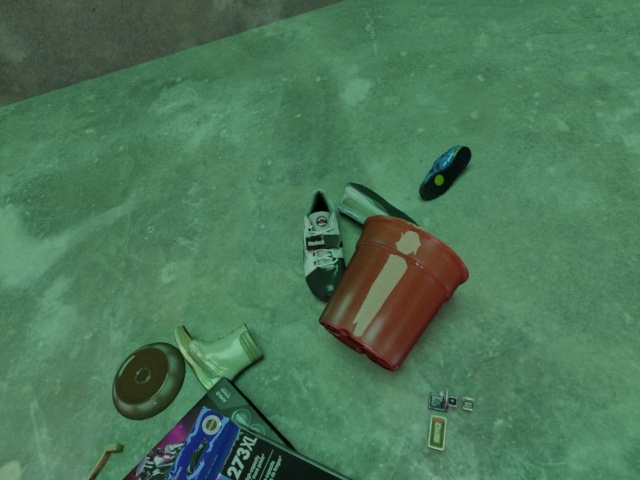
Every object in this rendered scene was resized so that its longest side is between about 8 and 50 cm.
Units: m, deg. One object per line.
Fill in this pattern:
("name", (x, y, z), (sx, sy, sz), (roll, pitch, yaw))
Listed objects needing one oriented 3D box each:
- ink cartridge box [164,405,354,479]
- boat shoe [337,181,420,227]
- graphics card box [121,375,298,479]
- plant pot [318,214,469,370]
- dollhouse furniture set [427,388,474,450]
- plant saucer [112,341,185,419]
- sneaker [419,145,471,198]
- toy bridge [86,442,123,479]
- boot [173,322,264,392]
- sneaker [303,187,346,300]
("ink cartridge box", (-0.099, 0.473, 0.756), (0.371, 0.069, 0.175), (25, 70, 4))
("boat shoe", (0.170, -0.045, 1.140), (0.118, 0.103, 0.320), (-3, 39, -49))
("graphics card box", (-0.253, 0.503, 0.843), (0.233, 0.094, 0.371), (35, 68, 30))
("plant pot", (0.149, 0.129, 0.929), (0.272, 0.272, 0.265), (26, 72, 28))
("dollhouse furniture set", (0.262, 0.362, 0.828), (0.091, 0.081, 0.114), (6, 57, 18))
("plant saucer", (-0.444, 0.347, 1.038), (0.199, 0.036, 0.198), (-7, 53, 9))
("sneaker", (0.362, -0.205, 1.234), (0.209, 0.069, 0.082), (-46, 24, -9))
("toy bridge", (-0.494, 0.556, 0.904), (0.063, 0.026, 0.188), (-9, 53, 10))
("boot", (-0.259, 0.260, 1.031), (0.165, 0.077, 0.213), (-39, 61, -14))
("sneaker", (0.000, 0.000, 1.116), (0.123, 0.146, 0.330), (-10, 55, 4))
